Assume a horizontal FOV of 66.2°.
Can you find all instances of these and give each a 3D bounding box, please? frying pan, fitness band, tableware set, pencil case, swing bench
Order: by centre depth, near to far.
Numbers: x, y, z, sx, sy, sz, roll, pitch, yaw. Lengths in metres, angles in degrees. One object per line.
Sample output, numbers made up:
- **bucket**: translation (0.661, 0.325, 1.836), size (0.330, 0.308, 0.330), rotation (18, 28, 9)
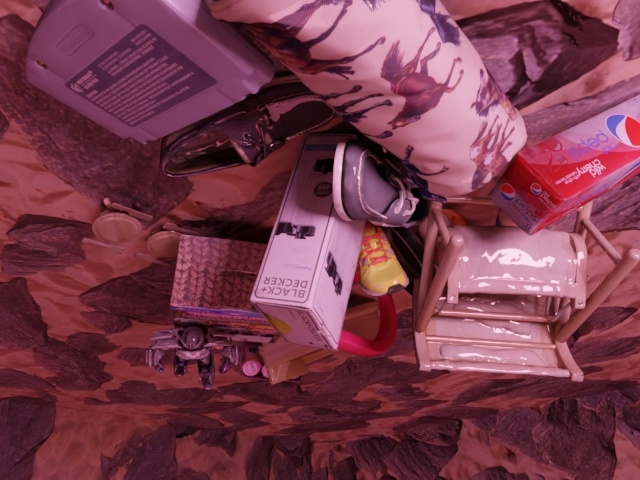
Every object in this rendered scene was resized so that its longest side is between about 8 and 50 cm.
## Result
- **pencil case**: translation (0.066, -0.197, 0.560), size (0.184, 0.159, 0.410), rotation (-12, 149, 42)
- **swing bench**: translation (0.286, 0.072, 0.761), size (0.253, 0.165, 0.254), rotation (4, 122, -1)
- **frying pan**: translation (0.195, 0.085, 0.930), size (0.053, 0.326, 0.197), rotation (-34, 172, -10)
- **tableware set**: translation (-0.348, -0.018, 0.967), size (0.128, 0.039, 0.194), rotation (-38, 139, 29)
- **fitness band**: translation (0.063, 0.136, 1.053), size (0.054, 0.209, 0.291), rotation (-25, 143, 36)

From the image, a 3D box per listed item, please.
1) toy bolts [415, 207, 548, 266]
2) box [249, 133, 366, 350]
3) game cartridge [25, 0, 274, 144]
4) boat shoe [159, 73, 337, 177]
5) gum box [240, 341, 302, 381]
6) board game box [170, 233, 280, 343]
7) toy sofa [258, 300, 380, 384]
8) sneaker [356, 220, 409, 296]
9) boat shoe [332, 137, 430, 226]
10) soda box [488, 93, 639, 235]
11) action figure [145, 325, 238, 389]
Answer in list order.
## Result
- **toy bolts**: translation (0.297, 0.016, 0.875), size (0.229, 0.218, 0.158), rotation (-26, 151, 21)
- **box**: translation (0.000, 0.000, 0.748), size (0.087, 0.289, 0.169), rotation (5, 152, 19)
- **game cartridge**: translation (-0.220, -0.210, 0.579), size (0.294, 0.060, 0.196), rotation (-8, 155, 41)
- **boat shoe**: translation (-0.104, -0.150, 0.698), size (0.285, 0.092, 0.103), rotation (-10, 147, 16)
- **gum box**: translation (-0.154, 0.376, 1.527), size (0.188, 0.107, 0.062), rotation (9, 107, -14)
- **board game box**: translation (-0.185, 0.117, 1.045), size (0.232, 0.141, 0.291), rotation (7, 157, -12)
- **toy sofa**: translation (-0.008, 0.258, 1.343), size (0.150, 0.177, 0.363), rotation (-4, 159, -46)
- **sneaker**: translation (0.089, 0.020, 0.862), size (0.082, 0.208, 0.094), rotation (-19, 120, -6)
- **boat shoe**: translation (0.101, -0.076, 0.727), size (0.099, 0.116, 0.319), rotation (5, 176, 21)
- **soda box**: translation (0.364, -0.106, 0.669), size (0.263, 0.083, 0.092), rotation (-26, 157, -22)
- **action figure**: translation (-0.271, 0.247, 1.060), size (0.185, 0.099, 0.285), rotation (11, 153, -7)
